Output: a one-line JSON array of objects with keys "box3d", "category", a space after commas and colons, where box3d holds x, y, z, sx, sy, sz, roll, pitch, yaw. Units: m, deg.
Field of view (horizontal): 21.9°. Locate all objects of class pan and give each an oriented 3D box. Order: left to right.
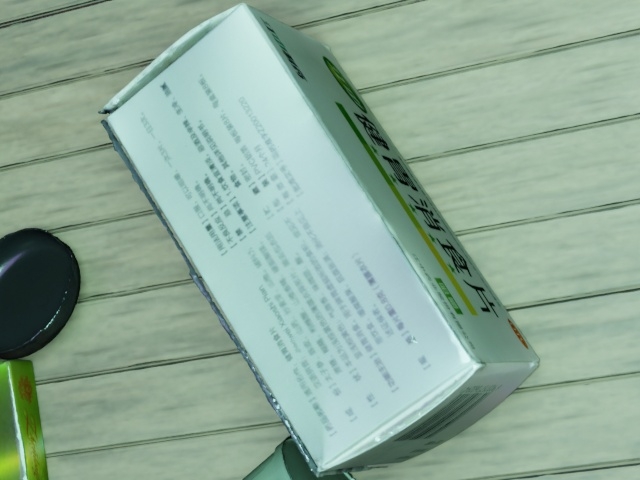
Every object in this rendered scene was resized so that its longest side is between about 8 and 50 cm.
[{"box3d": [-0.283, 0.080, 1.371, 0.212, 0.040, 0.115, -43, 49, -4], "category": "pan"}]

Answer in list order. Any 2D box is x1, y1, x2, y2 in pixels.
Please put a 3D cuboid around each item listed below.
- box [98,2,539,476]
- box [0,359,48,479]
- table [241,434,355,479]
[{"box3d": [-0.001, -0.002, 1.218, 0.145, 0.173, 0.333, -37, 73, 14], "category": "box"}, {"box3d": [-0.377, 0.213, 1.427, 0.311, 0.043, 0.173, -13, 80, 21], "category": "box"}, {"box3d": [-0.064, 0.264, 1.248, 0.220, 0.126, 0.126, -41, 72, 14], "category": "table"}]
